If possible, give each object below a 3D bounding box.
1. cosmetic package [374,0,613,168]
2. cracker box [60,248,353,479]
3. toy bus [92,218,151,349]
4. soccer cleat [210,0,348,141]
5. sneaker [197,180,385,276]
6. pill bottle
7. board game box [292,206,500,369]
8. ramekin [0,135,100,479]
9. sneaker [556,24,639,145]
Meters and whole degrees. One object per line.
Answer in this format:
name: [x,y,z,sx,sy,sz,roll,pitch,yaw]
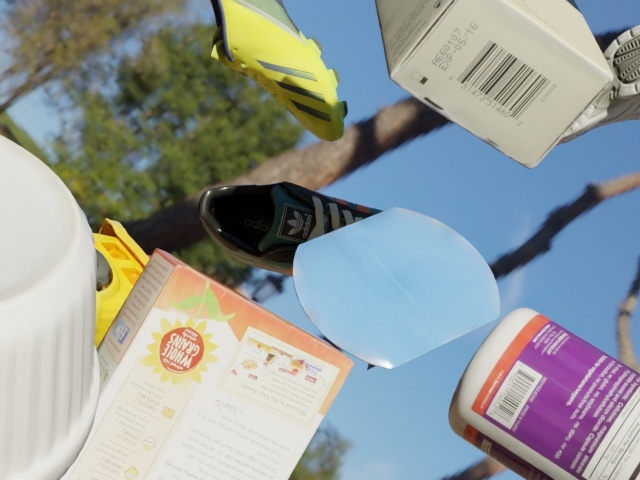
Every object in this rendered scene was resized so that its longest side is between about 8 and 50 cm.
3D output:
cosmetic package: [0.141,-0.212,1.186,0.160,0.113,0.309,30,27,-21]
cracker box: [-0.104,0.145,0.931,0.155,0.232,0.067,31,-2,-24]
toy bus: [-0.250,0.039,1.408,0.220,0.211,0.149,47,-53,31]
soccer cleat: [-0.069,-0.227,1.564,0.289,0.121,0.093,58,-13,-25]
sneaker: [0.000,0.000,1.459,0.302,0.108,0.121,9,-9,21]
pill bottle: [0.325,0.230,1.558,0.323,0.181,0.181,32,-20,18]
board game box: [0.056,0.043,1.049,0.133,0.168,0.033,50,-35,27]
ramekin: [-0.246,0.029,0.718,0.273,0.273,0.127,41,-52,35]
sneaker: [0.318,-0.155,1.482,0.115,0.232,0.090,18,57,-50]
